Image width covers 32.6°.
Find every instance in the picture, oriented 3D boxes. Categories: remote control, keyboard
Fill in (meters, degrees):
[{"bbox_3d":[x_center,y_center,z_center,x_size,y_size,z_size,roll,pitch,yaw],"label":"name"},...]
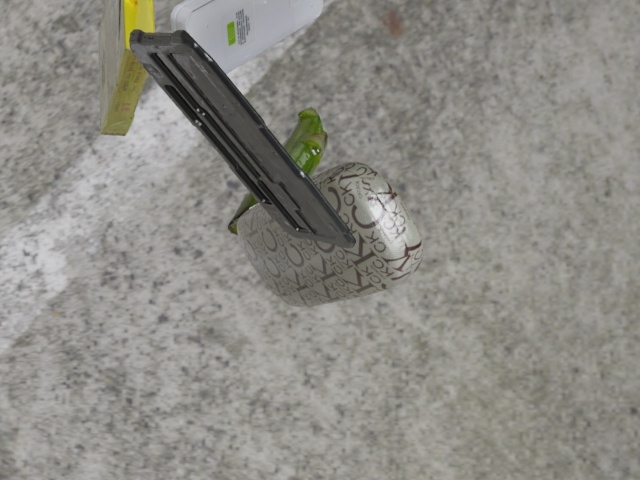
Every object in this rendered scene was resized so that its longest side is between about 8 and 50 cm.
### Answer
[{"bbox_3d":[-0.081,-0.273,1.305,0.250,0.034,0.103,-41,141,-38],"label":"remote control"},{"bbox_3d":[-0.063,-0.083,0.940,0.016,0.106,0.262,-55,128,-21],"label":"keyboard"}]

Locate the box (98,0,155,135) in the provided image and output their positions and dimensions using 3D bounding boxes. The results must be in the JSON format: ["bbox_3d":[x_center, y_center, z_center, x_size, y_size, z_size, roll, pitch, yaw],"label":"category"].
[{"bbox_3d":[-0.242,-0.247,1.346,0.040,0.279,0.153,-1,75,-17],"label":"box"}]

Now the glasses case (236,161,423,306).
[{"bbox_3d":[0.000,0.000,1.218,0.085,0.354,0.137,-34,97,-24],"label":"glasses case"}]

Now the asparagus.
[{"bbox_3d":[-0.048,-0.108,1.701,0.343,0.085,0.082,-59,162,-49],"label":"asparagus"}]
